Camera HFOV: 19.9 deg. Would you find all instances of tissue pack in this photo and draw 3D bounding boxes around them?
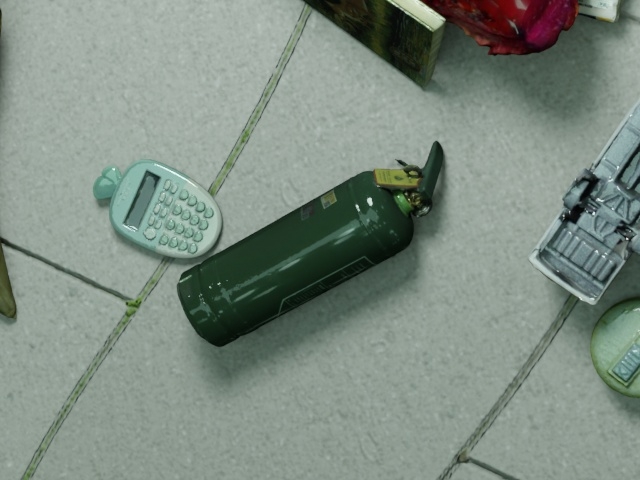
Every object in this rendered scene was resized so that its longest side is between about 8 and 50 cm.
[{"bbox_3d":[0.270,-0.260,1.869,0.083,0.042,0.062,13,97,13],"label":"tissue pack"}]

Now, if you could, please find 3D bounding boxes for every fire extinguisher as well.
[{"bbox_3d":[0.000,0.000,1.943,0.311,0.114,0.095,-28,127,17],"label":"fire extinguisher"}]

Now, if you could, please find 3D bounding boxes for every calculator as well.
[{"bbox_3d":[-0.180,-0.037,2.020,0.153,0.021,0.095,27,101,10],"label":"calculator"}]

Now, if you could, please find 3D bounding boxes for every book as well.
[{"bbox_3d":[0.026,-0.255,1.880,0.228,0.160,0.024,36,77,9],"label":"book"}]

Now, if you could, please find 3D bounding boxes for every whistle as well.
[{"bbox_3d":[0.358,0.075,1.871,0.104,0.057,0.198,40,105,7],"label":"whistle"}]

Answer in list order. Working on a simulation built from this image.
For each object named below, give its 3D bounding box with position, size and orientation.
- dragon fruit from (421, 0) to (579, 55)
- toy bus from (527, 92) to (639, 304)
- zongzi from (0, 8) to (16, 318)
[{"bbox_3d":[0.117,-0.313,1.807,0.302,0.240,0.330,-37,78,37],"label":"dragon fruit"},{"bbox_3d":[0.340,-0.094,1.818,0.097,0.138,0.342,36,104,10],"label":"toy bus"},{"bbox_3d":[-0.388,-0.108,2.038,0.317,0.154,0.289,38,89,-24],"label":"zongzi"}]
